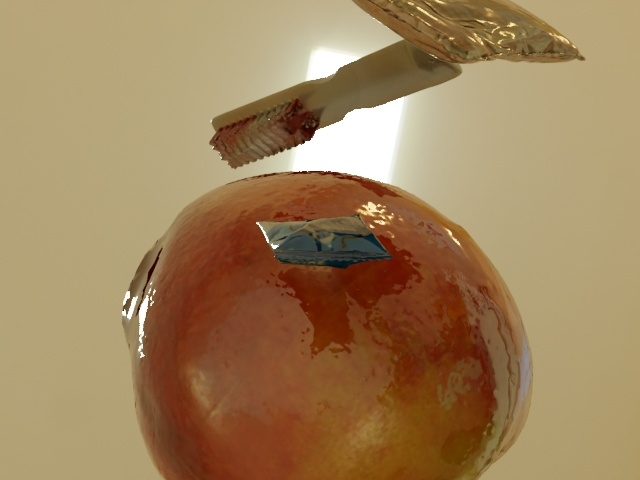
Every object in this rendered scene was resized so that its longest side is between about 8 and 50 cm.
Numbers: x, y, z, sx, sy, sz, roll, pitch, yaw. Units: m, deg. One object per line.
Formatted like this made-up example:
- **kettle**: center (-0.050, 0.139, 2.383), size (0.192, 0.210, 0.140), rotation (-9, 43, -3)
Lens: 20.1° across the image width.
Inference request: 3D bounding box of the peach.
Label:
- **peach**: center (-0.003, 0.110, 1.614), size (0.388, 0.388, 0.388), rotation (-25, -58, -49)

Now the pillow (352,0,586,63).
- **pillow**: center (0.115, -0.172, 1.421), size (0.211, 0.135, 0.034), rotation (-7, -50, -54)

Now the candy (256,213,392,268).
- **candy**: center (0.001, 0.000, 1.381), size (0.136, 0.088, 0.038), rotation (-124, 32, -76)

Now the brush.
- **brush**: center (0.005, -0.136, 1.827), size (0.060, 0.321, 0.050), rotation (48, -132, -23)
